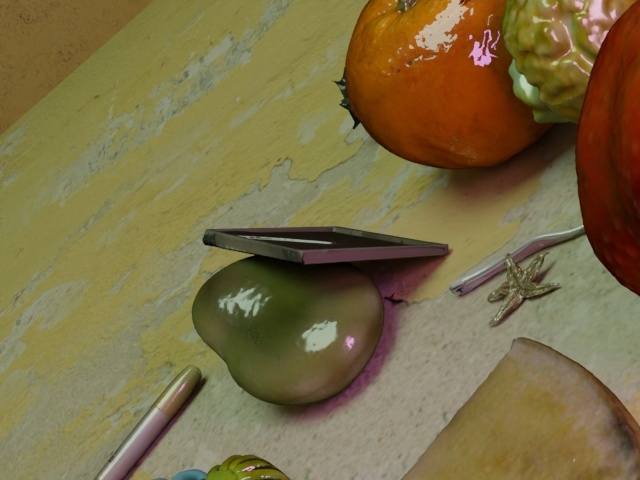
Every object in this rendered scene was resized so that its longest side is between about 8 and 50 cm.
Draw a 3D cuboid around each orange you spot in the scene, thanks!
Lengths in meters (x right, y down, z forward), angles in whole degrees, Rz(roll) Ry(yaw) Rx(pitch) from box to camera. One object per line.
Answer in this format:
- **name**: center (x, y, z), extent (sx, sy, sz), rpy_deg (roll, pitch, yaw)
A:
- **orange**: center (0.163, -0.207, 1.528), extent (0.284, 0.226, 0.284), rpy_deg (-34, 30, 23)

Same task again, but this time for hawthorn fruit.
- **hawthorn fruit**: center (0.326, -0.108, 1.017), extent (0.287, 0.287, 0.330), rpy_deg (-23, 58, 41)

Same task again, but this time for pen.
- **pen**: center (-0.225, 0.248, 1.676), extent (0.233, 0.032, 0.040), rpy_deg (-51, 1, -11)

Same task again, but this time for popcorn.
- **popcorn**: center (0.284, -0.210, 1.333), extent (0.221, 0.204, 0.183), rpy_deg (-21, -5, -27)

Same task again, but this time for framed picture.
- **framed picture**: center (0.000, 0.000, 1.559), extent (0.260, 0.189, 0.023), rpy_deg (9, 100, 61)

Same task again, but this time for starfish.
- **starfish**: center (0.195, 0.047, 1.334), extent (0.092, 0.016, 0.086), rpy_deg (-55, 29, -6)

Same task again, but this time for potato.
- **potato**: center (0.161, 0.231, 0.988), extent (0.269, 0.112, 0.255), rpy_deg (-52, 28, -6)

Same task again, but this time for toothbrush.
- **toothbrush**: center (0.213, 0.009, 1.366), extent (0.204, 0.017, 0.022), rpy_deg (-31, 38, 29)

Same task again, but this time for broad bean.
- **broad bean**: center (-0.026, 0.097, 1.521), extent (0.189, 0.121, 0.263), rpy_deg (-47, 38, -17)

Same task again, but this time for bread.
- **bread**: center (-0.088, 0.272, 1.371), extent (0.130, 0.071, 0.139), rpy_deg (-49, 24, -19)

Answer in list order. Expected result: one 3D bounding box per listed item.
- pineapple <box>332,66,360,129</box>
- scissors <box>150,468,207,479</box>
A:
- **pineapple**: center (0.125, -0.234, 1.773), extent (0.248, 0.128, 0.128), rpy_deg (-29, 28, 40)
- **scissors**: center (-0.240, 0.429, 1.411), extent (0.192, 0.029, 0.447), rpy_deg (-20, 34, 45)
